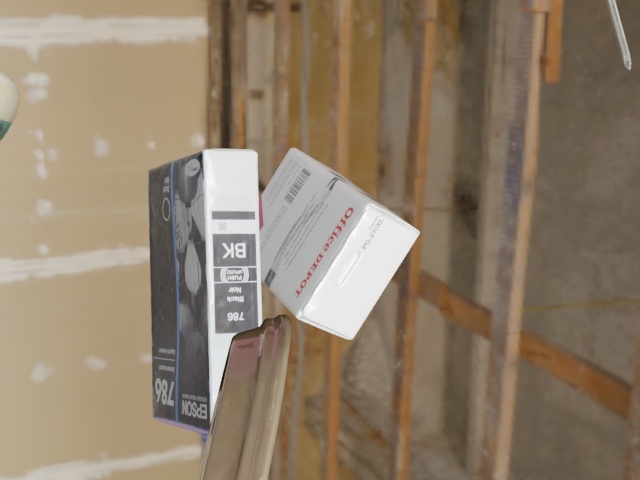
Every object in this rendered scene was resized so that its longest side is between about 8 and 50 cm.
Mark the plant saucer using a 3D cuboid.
[{"bbox_3d":[-0.069,0.184,0.742,0.278,0.041,0.277,-167,-90,-86],"label":"plant saucer"}]

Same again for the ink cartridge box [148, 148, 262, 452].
[{"bbox_3d":[-0.115,0.083,1.045,0.165,0.065,0.332,-9,-96,61],"label":"ink cartridge box"}]

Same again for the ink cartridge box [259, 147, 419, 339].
[{"bbox_3d":[0.000,0.000,1.409,0.172,0.100,0.237,-58,-146,6],"label":"ink cartridge box"}]

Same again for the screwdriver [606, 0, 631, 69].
[{"bbox_3d":[0.134,-0.169,0.540,0.025,0.024,0.169,-128,-162,-71],"label":"screwdriver"}]

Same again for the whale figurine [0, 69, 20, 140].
[{"bbox_3d":[-0.458,-0.161,1.151,0.216,0.272,0.141,28,-86,17],"label":"whale figurine"}]
